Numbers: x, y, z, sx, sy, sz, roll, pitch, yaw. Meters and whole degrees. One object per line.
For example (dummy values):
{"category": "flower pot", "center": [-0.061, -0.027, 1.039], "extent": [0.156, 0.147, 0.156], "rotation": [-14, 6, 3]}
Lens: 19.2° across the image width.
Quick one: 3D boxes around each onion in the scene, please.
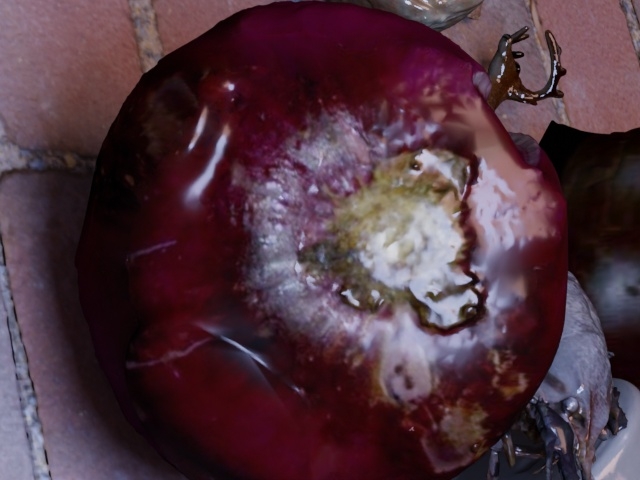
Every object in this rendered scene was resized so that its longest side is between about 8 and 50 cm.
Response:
{"category": "onion", "center": [-0.001, 0.006, 1.518], "extent": [0.398, 0.398, 0.420], "rotation": [58, 4, -7]}

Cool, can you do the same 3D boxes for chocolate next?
{"category": "chocolate", "center": [0.402, 0.046, 1.855], "extent": [0.384, 0.331, 0.383], "rotation": [14, 71, -47]}

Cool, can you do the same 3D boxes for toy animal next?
{"category": "toy animal", "center": [0.165, -0.097, 1.925], "extent": [0.260, 0.087, 0.243], "rotation": [-6, 88, -50]}

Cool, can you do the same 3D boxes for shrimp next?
{"category": "shrimp", "center": [0.178, 0.130, 1.568], "extent": [0.116, 0.145, 0.343], "rotation": [57, 12, -26]}

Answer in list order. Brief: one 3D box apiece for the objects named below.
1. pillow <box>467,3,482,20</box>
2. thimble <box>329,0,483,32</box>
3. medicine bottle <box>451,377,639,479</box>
{"category": "pillow", "center": [0.099, -0.310, 1.985], "extent": [0.211, 0.034, 0.135], "rotation": [17, 57, -43]}
{"category": "thimble", "center": [0.082, -0.313, 1.837], "extent": [0.196, 0.148, 0.229], "rotation": [-26, 90, -16]}
{"category": "medicine bottle", "center": [0.245, 0.279, 1.671], "extent": [0.232, 0.238, 0.238], "rotation": [51, 41, -12]}
